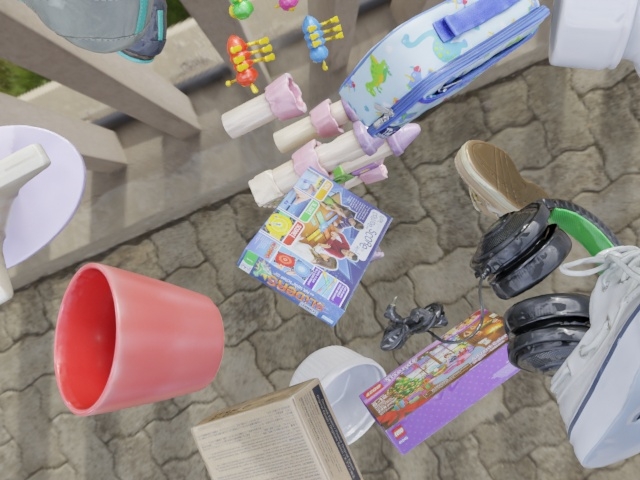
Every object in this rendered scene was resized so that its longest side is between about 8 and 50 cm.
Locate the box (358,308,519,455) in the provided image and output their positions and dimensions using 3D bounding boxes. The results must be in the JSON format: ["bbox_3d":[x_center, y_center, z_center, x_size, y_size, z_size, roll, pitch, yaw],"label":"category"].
[{"bbox_3d":[0.220,0.238,1.269,0.293,0.201,0.057,-34,99,-6],"label":"box"}]

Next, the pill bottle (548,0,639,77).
[{"bbox_3d":[0.310,-0.176,0.485,0.283,0.161,0.161,8,93,13],"label":"pill bottle"}]

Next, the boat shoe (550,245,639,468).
[{"bbox_3d":[0.294,0.062,0.663,0.136,0.367,0.156,-13,52,-11],"label":"boat shoe"}]

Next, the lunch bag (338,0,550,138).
[{"bbox_3d":[0.137,-0.211,0.807,0.219,0.176,0.090,-35,91,-28],"label":"lunch bag"}]

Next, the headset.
[{"bbox_3d":[0.272,0.080,0.977,0.394,0.185,0.243,-8,70,-35],"label":"headset"}]

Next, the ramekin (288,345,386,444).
[{"bbox_3d":[0.029,0.317,1.498,0.207,0.109,0.207,-20,124,-33],"label":"ramekin"}]

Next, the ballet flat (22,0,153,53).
[{"bbox_3d":[-0.168,-0.179,0.352,0.213,0.068,0.072,38,57,-5],"label":"ballet flat"}]

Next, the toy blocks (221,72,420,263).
[{"bbox_3d":[0.052,-0.110,1.148,0.260,0.288,0.309,-23,84,16],"label":"toy blocks"}]

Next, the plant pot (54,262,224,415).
[{"bbox_3d":[-0.334,0.188,1.364,0.243,0.275,0.275,9,94,-40],"label":"plant pot"}]

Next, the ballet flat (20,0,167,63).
[{"bbox_3d":[-0.221,-0.230,0.637,0.203,0.074,0.074,29,93,9],"label":"ballet flat"}]

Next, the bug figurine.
[{"bbox_3d":[-0.085,-0.393,1.304,0.279,0.072,0.216,-28,110,-40],"label":"bug figurine"}]

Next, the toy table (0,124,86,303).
[{"bbox_3d":[-0.428,-0.045,0.864,0.274,0.161,0.252,-41,98,-5],"label":"toy table"}]

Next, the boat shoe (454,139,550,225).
[{"bbox_3d":[0.319,-0.082,1.301,0.098,0.302,0.109,-22,58,36],"label":"boat shoe"}]

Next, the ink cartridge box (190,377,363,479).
[{"bbox_3d":[-0.072,0.349,1.162,0.235,0.088,0.193,-24,90,32],"label":"ink cartridge box"}]

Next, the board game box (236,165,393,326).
[{"bbox_3d":[0.000,0.000,0.901,0.136,0.201,0.035,33,131,1],"label":"board game box"}]
